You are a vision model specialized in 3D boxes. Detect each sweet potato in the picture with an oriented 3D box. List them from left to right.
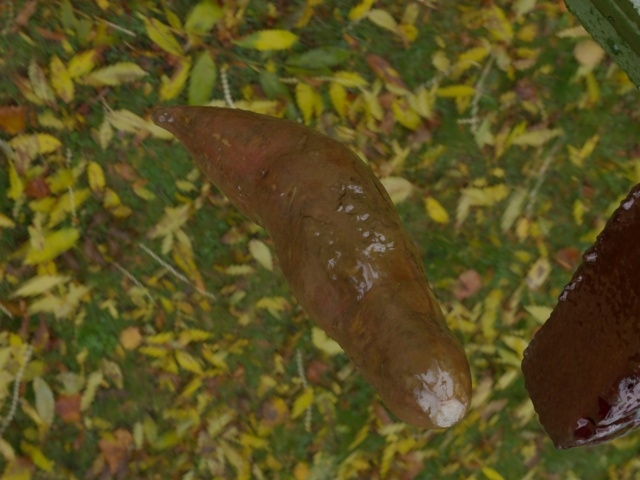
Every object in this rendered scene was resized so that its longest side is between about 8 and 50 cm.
[{"bbox_3d":[0.010,-0.006,0.845,0.106,0.354,0.095,-17,137,-29],"label":"sweet potato"}]

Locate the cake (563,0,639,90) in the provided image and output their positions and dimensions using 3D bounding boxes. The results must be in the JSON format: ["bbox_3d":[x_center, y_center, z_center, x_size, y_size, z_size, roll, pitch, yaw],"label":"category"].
[{"bbox_3d":[0.231,-0.163,0.925,0.099,0.100,0.235,-20,88,-9],"label":"cake"}]

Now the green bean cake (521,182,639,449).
[{"bbox_3d":[0.249,0.022,0.821,0.198,0.097,0.233,-17,142,-26],"label":"green bean cake"}]
